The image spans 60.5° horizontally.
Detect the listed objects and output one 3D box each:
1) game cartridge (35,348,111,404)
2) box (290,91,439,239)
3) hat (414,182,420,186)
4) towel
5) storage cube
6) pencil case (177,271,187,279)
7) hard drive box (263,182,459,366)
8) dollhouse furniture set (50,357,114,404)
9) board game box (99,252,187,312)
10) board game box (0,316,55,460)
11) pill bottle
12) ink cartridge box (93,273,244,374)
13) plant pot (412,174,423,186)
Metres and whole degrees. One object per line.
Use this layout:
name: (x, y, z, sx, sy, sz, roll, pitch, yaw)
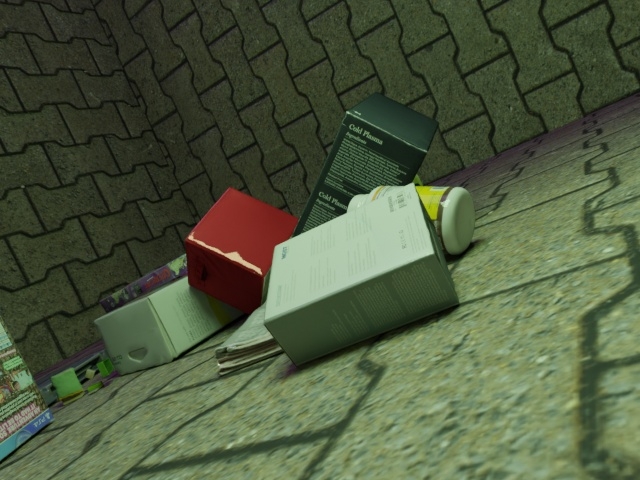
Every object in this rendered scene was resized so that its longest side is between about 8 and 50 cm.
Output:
game cartridge: (-0.786, 0.430, 1.579, 0.230, 0.068, 0.355, -28, 3, 10)
box: (0.109, -0.138, 1.238, 0.313, 0.178, 0.343, -66, -5, 26)
hat: (0.272, -0.027, 1.263, 0.173, 0.183, 0.209, 131, 159, -72)
towel: (0.001, 0.106, 0.975, 0.316, 0.054, 0.332, -24, 5, 16)
storage cube: (-0.176, 0.031, 1.265, 0.184, 0.193, 0.215, 103, -166, -51)
pencil case: (-0.324, 0.074, 1.728, 0.284, 0.124, 0.124, -33, 4, 0)
hard drive box: (0.049, 0.042, 0.746, 0.232, 0.089, 0.181, -23, 30, 16)
dollhouse furniture set: (-0.577, 0.339, 1.321, 0.151, 0.076, 0.058, -25, 3, -6)
board game box: (-0.456, 0.098, 1.568, 0.346, 0.056, 0.208, -24, 4, 36)
board game box: (-0.694, 0.292, 1.056, 0.141, 0.291, 0.232, -26, 3, 4)
pill bottle: (0.158, -0.039, 0.989, 0.214, 0.117, 0.117, 5, 22, 37)
ink cartridge box: (-0.343, 0.173, 1.441, 0.279, 0.161, 0.384, -23, 5, 39)
plant pot: (0.213, -0.167, 2.100, 0.253, 0.276, 0.276, -38, 7, -15)
